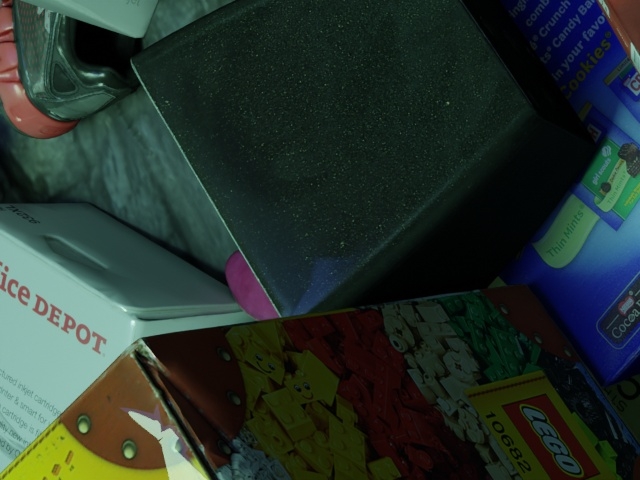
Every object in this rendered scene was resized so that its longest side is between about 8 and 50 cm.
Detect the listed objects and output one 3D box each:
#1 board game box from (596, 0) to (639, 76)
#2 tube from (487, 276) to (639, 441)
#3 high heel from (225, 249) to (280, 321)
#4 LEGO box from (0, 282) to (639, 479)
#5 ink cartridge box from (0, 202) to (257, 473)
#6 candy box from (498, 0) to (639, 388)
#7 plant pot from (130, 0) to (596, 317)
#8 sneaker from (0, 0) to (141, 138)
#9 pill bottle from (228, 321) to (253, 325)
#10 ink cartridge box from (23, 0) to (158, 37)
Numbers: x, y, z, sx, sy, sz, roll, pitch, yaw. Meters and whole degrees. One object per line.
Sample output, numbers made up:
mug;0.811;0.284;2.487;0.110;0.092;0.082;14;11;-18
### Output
board game box;0.271;-0.188;0.976;0.281;0.027;0.145;-26;68;-1
tube;0.185;0.101;1.168;0.070;0.062;0.240;-40;59;-10
high heel;0.000;0.000;1.238;0.244;0.082;0.117;20;130;58
LEGO box;-0.090;0.255;1.011;0.500;0.372;0.193;-43;70;26
ink cartridge box;-0.188;0.150;1.392;0.223;0.129;0.307;28;112;40
candy box;0.168;-0.121;1.113;0.317;0.122;0.268;49;120;21
plant pot;0.040;-0.062;1.033;0.167;0.187;0.188;-37;72;15
sneaker;-0.192;-0.218;1.387;0.135;0.097;0.276;-7;93;37
pill bottle;-0.021;0.197;1.272;0.152;0.152;0.272;6;98;36
ink cartridge box;-0.183;-0.367;1.179;0.166;0.285;0.395;22;91;40
